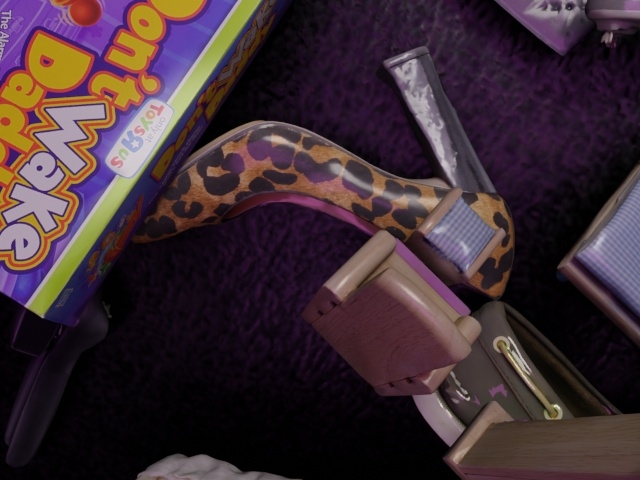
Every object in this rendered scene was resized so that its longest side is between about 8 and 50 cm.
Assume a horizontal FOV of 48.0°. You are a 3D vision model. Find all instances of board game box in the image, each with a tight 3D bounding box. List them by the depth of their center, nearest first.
[{"bbox_3d":[-0.159,-0.157,0.444,0.233,0.078,0.347,31,78,-1],"label":"board game box"}]

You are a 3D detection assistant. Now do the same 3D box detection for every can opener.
[{"bbox_3d":[-0.220,0.100,0.581,0.073,0.059,0.186,16,113,-22],"label":"can opener"}]

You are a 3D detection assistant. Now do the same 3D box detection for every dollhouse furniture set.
[{"bbox_3d":[0.209,0.020,0.387,0.286,0.198,0.303,45,68,1],"label":"dollhouse furniture set"}]

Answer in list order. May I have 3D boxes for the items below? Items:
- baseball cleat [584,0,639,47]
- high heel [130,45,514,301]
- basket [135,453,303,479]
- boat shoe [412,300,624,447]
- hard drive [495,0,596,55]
[{"bbox_3d":[0.250,-0.171,0.437,0.206,0.072,0.109,-6,109,-23],"label":"baseball cleat"},{"bbox_3d":[0.000,0.000,0.512,0.261,0.093,0.186,-25,92,4],"label":"high heel"},{"bbox_3d":[-0.045,0.353,0.445,0.331,0.266,0.328,3,95,25],"label":"basket"},{"bbox_3d":[0.205,0.164,0.499,0.305,0.109,0.091,39,117,3],"label":"boat shoe"},{"bbox_3d":[0.128,-0.265,0.472,0.172,0.054,0.255,-44,91,12],"label":"hard drive"}]
